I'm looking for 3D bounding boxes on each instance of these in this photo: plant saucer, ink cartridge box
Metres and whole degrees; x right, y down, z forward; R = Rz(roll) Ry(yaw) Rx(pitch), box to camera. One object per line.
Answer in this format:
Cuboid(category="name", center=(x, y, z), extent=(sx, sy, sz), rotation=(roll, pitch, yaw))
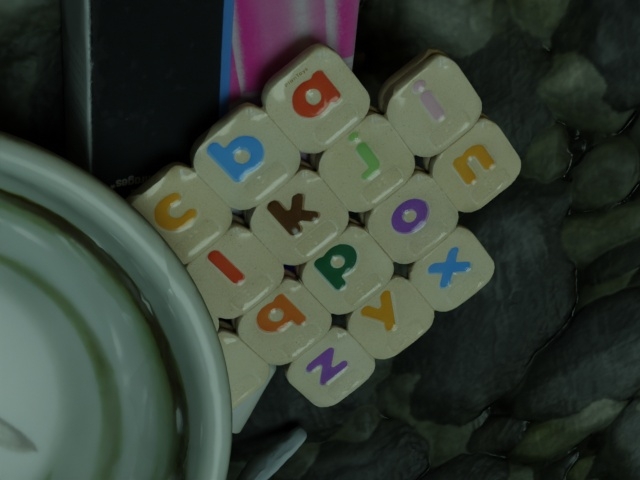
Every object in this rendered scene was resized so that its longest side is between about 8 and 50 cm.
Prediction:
Cuboid(category="plant saucer", center=(-0.258, 0.107, 0.903), extent=(0.400, 0.100, 0.400), rotation=(-3, 108, -10))
Cuboid(category="ink cartridge box", center=(-0.074, -0.071, 0.942), extent=(0.176, 0.069, 0.371), rotation=(-11, 133, -22))

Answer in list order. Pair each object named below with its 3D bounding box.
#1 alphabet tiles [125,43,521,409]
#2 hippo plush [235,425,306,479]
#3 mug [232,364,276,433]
Cuboid(category="alphabet tiles", center=(0.000, 0.000, 0.982), extent=(0.284, 0.021, 0.278), rotation=(-39, 136, 4))
Cuboid(category="hippo plush", center=(-0.153, 0.295, 1.103), extent=(0.234, 0.294, 0.236), rotation=(21, 136, -38))
Cuboid(category="mug", center=(-0.066, 0.098, 1.094), extent=(0.062, 0.078, 0.064), rotation=(37, 96, -10))
